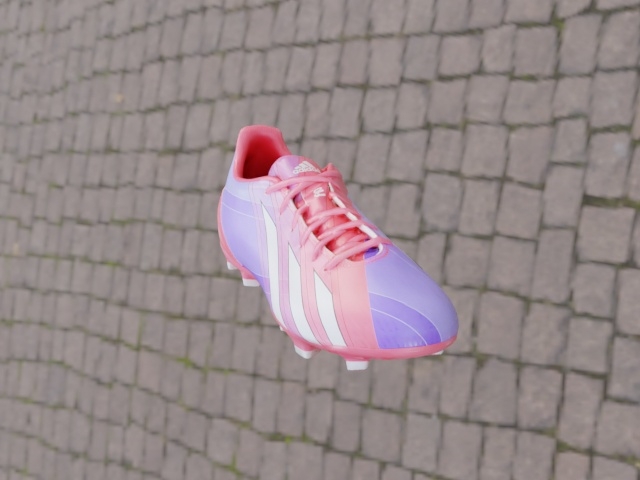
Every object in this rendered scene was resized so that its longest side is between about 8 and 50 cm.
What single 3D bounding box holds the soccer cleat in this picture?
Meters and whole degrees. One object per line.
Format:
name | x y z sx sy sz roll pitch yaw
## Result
soccer cleat | 0.000 0.000 0.753 0.248 0.083 0.095 -146 51 -62
